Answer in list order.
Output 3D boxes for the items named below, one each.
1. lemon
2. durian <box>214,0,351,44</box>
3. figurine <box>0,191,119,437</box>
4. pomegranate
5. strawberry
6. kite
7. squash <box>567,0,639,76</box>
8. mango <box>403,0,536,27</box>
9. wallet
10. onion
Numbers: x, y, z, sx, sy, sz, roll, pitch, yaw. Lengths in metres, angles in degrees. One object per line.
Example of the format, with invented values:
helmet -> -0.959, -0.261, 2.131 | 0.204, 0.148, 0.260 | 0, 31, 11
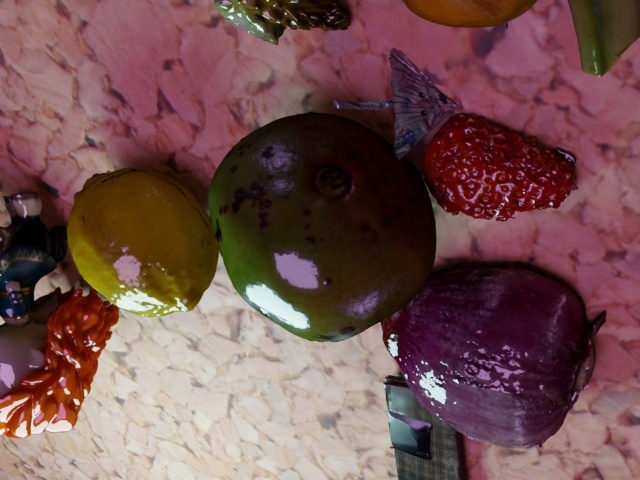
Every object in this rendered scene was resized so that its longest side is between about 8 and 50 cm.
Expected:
lemon -> -0.259, 0.001, 1.388 | 0.260, 0.204, 0.204 | 48, 136, 15
durian -> -0.085, -0.332, 1.067 | 0.306, 0.172, 0.166 | 38, 159, -13
figurine -> -0.505, 0.117, 1.548 | 0.241, 0.306, 0.412 | -9, 118, 46
pomegranate -> -0.019, -0.004, 1.203 | 0.291, 0.291, 0.323 | 44, 143, -8
strawberry -> 0.208, -0.080, 1.138 | 0.188, 0.082, 0.121 | 13, 127, 25
kite -> 0.089, -0.163, 1.131 | 0.156, 0.139, 0.011 | -2, 170, -14
squash -> 0.263, -0.288, 0.947 | 0.083, 0.083, 0.250 | -8, 123, 34
mango -> 0.150, -0.281, 1.011 | 0.165, 0.089, 0.115 | 28, 125, 2
wallet -> 0.166, 0.311, 1.494 | 0.124, 0.042, 0.230 | 6, 129, 23
onion -> 0.185, 0.156, 1.283 | 0.348, 0.159, 0.267 | 14, 127, 19
